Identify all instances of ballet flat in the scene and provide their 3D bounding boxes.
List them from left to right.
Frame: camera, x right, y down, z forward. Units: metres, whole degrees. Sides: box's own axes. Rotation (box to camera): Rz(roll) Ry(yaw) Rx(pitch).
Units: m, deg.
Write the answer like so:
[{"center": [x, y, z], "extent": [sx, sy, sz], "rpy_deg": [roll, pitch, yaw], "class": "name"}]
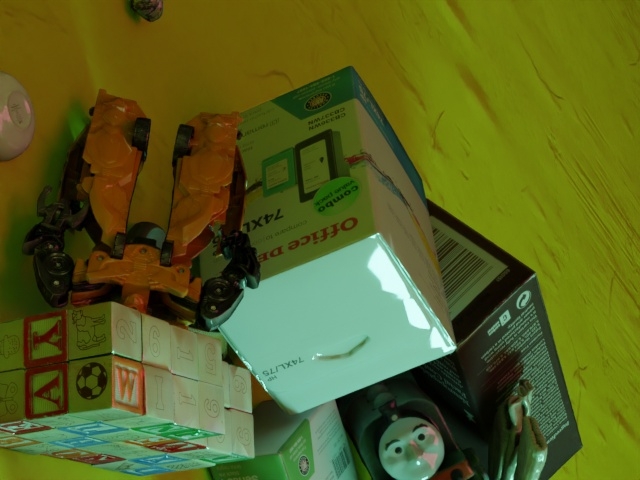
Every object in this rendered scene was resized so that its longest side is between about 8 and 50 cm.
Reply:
[{"center": [-0.184, -0.285, 1.800], "extent": [0.041, 0.041, 0.114], "rpy_deg": [32, 51, -57], "class": "ballet flat"}]

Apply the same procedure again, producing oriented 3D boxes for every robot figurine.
[{"center": [-0.156, -0.017, 1.579], "extent": [0.085, 0.211, 0.291], "rpy_deg": [103, -6, -45], "class": "robot figurine"}]

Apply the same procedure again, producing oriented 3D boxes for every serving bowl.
[{"center": [-0.280, -0.114, 1.539], "extent": [0.083, 0.027, 0.083], "rpy_deg": [34, 50, -56], "class": "serving bowl"}]

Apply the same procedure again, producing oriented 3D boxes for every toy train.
[{"center": [0.099, 0.243, 1.923], "extent": [0.190, 0.142, 0.334], "rpy_deg": [61, -1, -6], "class": "toy train"}]

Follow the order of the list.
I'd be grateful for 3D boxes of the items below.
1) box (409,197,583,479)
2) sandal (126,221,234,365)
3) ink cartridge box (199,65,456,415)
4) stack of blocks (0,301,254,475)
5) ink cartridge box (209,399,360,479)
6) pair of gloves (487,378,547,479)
[{"center": [0.180, 0.144, 2.072], "extent": [0.143, 0.191, 0.381], "rpy_deg": [-43, 141, -14], "class": "box"}, {"center": [-0.128, 0.075, 1.734], "extent": [0.219, 0.060, 0.090], "rpy_deg": [68, 27, -20], "class": "sandal"}, {"center": [0.000, 0.000, 1.797], "extent": [0.197, 0.198, 0.270], "rpy_deg": [56, 17, -40], "class": "ink cartridge box"}, {"center": [-0.168, 0.137, 1.500], "extent": [0.297, 0.171, 0.087], "rpy_deg": [27, 56, -59], "class": "stack of blocks"}, {"center": [-0.020, 0.294, 1.826], "extent": [0.160, 0.093, 0.219], "rpy_deg": [-42, 119, -62], "class": "ink cartridge box"}, {"center": [0.218, 0.273, 1.888], "extent": [0.240, 0.042, 0.204], "rpy_deg": [-98, -166, -77], "class": "pair of gloves"}]
